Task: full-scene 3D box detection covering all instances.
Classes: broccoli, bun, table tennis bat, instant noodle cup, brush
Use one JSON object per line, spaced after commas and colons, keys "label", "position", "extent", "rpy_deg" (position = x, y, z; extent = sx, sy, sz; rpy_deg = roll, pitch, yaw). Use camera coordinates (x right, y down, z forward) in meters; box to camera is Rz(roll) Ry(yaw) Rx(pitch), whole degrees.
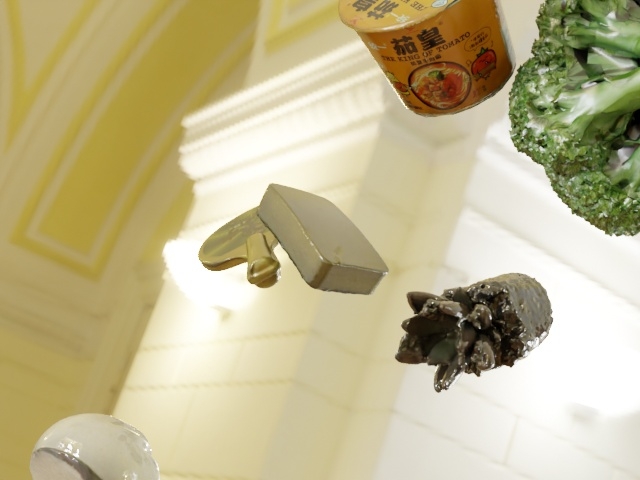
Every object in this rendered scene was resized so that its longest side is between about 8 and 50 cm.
{"label": "broccoli", "position": [0.423, -0.166, 1.712], "extent": [0.413, 0.321, 0.310], "rpy_deg": [49, 19, 14]}
{"label": "bun", "position": [-0.261, 0.278, 1.623], "extent": [0.173, 0.120, 0.173], "rpy_deg": [26, -41, 24]}
{"label": "table tennis bat", "position": [-0.094, 0.004, 2.036], "extent": [0.050, 0.198, 0.321], "rpy_deg": [63, 3, -17]}
{"label": "instant noodle cup", "position": [0.152, -0.277, 1.756], "extent": [0.216, 0.216, 0.172], "rpy_deg": [4, -43, 39]}
{"label": "brush", "position": [0.000, 0.000, 1.872], "extent": [0.123, 0.059, 0.197], "rpy_deg": [11, 29, -38]}

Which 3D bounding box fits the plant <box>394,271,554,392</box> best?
{"label": "plant", "position": [0.284, 0.153, 2.461], "extent": [0.181, 0.194, 0.321], "rpy_deg": [-22, -4, 40]}
